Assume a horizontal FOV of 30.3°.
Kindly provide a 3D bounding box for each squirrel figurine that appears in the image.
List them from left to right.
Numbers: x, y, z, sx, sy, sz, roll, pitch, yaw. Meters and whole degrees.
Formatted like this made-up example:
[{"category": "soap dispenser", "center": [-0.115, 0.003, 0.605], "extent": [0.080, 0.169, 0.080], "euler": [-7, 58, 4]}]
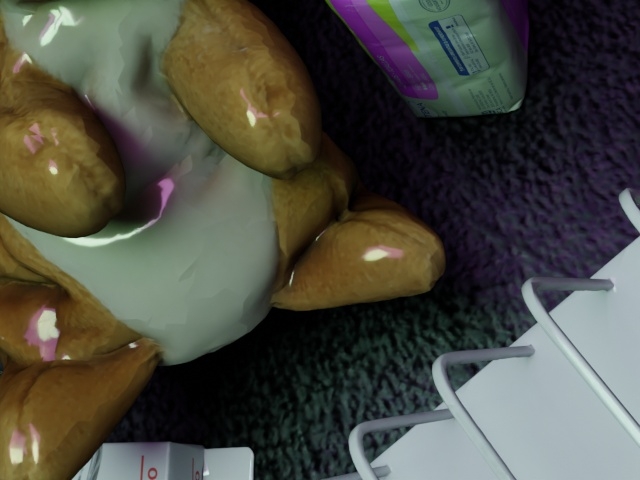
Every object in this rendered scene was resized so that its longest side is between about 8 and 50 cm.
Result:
[{"category": "squirrel figurine", "center": [-0.145, -0.131, 0.700], "extent": [0.281, 0.370, 0.397], "euler": [-24, 31, -4]}]

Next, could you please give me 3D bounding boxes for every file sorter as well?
[{"category": "file sorter", "center": [0.140, 0.128, 0.635], "extent": [0.277, 0.173, 0.193], "euler": [-44, 66, 20]}]

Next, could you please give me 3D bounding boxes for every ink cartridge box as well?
[{"category": "ink cartridge box", "center": [-0.140, 0.192, 0.814], "extent": [0.180, 0.060, 0.104], "euler": [-5, 75, 19]}]

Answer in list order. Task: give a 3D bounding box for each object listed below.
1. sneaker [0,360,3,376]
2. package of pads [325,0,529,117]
[{"category": "sneaker", "center": [-0.279, 0.101, 0.877], "extent": [0.227, 0.087, 0.130], "euler": [12, 83, 25]}, {"category": "package of pads", "center": [0.070, -0.254, 0.758], "extent": [0.101, 0.229, 0.297], "euler": [-3, 75, 19]}]
